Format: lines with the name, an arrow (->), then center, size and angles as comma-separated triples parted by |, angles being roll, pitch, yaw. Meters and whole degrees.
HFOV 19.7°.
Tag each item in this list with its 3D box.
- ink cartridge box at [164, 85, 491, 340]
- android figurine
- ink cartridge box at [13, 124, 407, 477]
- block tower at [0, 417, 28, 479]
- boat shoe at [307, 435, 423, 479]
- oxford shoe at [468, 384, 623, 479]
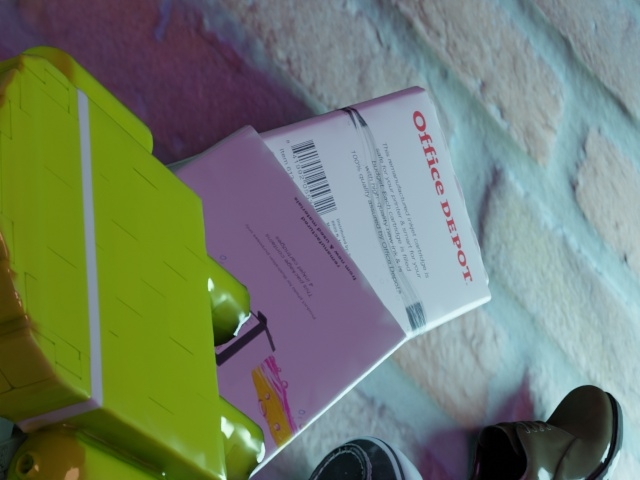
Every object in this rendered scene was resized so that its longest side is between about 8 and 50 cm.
ink cartridge box -> 0.000, 0.000, 1.316 | 0.237, 0.100, 0.172 | -22, 95, -50
android figurine -> -0.111, 0.022, 0.870 | 0.273, 0.056, 0.248 | 40, 37, -55
ink cartridge box -> -0.104, 0.076, 1.086 | 0.168, 0.171, 0.232 | 54, 42, 0
block tower -> -0.212, 0.189, 0.908 | 0.097, 0.091, 0.336 | -9, 110, -79
boat shoe -> -0.012, 0.224, 1.205 | 0.105, 0.113, 0.306 | 52, 38, -25
oxford shoe -> 0.178, 0.173, 1.489 | 0.096, 0.082, 0.227 | 59, 41, -12
